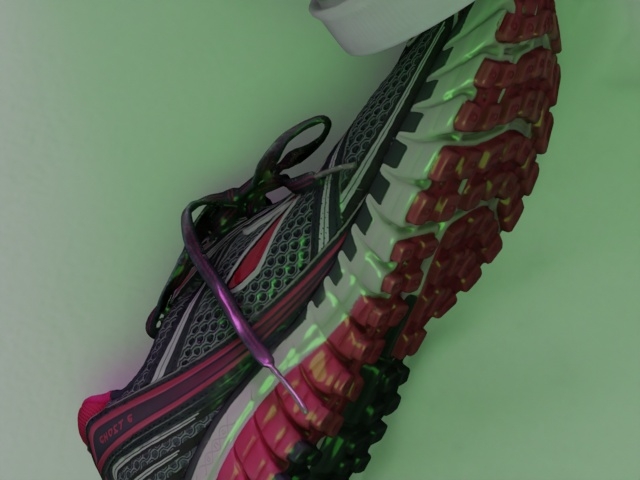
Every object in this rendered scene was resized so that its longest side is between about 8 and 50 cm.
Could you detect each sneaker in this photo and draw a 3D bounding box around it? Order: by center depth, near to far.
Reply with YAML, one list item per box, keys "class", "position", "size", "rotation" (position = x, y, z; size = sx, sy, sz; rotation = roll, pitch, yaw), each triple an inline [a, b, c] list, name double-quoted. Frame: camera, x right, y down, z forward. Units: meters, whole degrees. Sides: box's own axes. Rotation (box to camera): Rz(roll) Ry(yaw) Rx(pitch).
- class: "sneaker"
  position: [0.000, 0.000, 0.745]
  size: [0.112, 0.121, 0.299]
  rotation: [35, 96, 22]

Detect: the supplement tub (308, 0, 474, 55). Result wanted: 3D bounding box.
- class: "supplement tub"
  position: [-0.006, -0.224, 0.636]
  size: [0.191, 0.191, 0.272]
  rotation: [-36, 103, 9]
